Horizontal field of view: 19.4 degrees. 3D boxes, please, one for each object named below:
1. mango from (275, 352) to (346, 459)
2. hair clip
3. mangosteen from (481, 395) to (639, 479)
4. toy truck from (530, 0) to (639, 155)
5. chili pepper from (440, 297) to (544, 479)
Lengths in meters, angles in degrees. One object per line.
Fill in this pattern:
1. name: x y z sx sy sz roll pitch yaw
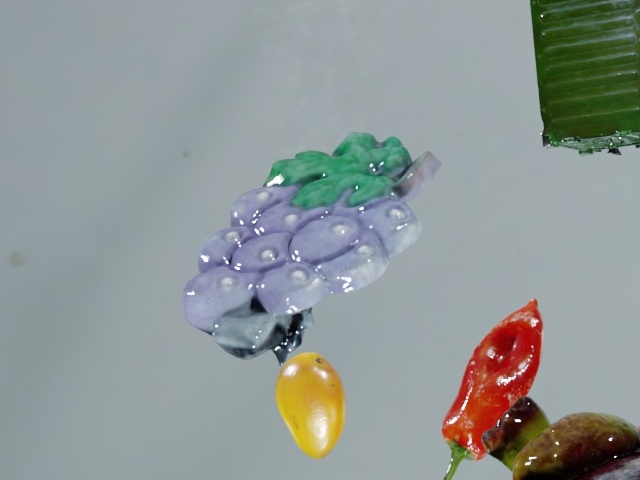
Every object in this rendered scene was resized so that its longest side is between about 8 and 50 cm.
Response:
1. mango: -0.007 0.137 1.538 0.060 0.046 0.089 1 104 32
2. hair clip: 0.000 0.001 1.067 0.124 0.195 0.052 7 132 25
3. mangosteen: 0.199 0.236 1.235 0.288 0.233 0.287 0 90 0
4. toy truck: 0.191 -0.189 1.236 0.088 0.121 0.259 -7 85 28
5. chili pepper: 0.145 0.130 1.588 0.059 0.050 0.191 17 71 31
